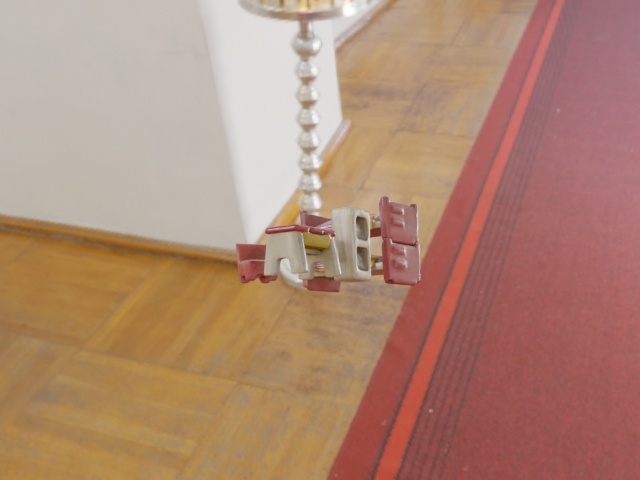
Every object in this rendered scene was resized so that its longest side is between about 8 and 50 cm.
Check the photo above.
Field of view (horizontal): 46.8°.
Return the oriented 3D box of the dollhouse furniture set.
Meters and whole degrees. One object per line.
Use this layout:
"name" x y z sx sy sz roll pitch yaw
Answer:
"dollhouse furniture set" 0.000 0.000 1.270 0.201 0.152 0.374 -8 -10 35
